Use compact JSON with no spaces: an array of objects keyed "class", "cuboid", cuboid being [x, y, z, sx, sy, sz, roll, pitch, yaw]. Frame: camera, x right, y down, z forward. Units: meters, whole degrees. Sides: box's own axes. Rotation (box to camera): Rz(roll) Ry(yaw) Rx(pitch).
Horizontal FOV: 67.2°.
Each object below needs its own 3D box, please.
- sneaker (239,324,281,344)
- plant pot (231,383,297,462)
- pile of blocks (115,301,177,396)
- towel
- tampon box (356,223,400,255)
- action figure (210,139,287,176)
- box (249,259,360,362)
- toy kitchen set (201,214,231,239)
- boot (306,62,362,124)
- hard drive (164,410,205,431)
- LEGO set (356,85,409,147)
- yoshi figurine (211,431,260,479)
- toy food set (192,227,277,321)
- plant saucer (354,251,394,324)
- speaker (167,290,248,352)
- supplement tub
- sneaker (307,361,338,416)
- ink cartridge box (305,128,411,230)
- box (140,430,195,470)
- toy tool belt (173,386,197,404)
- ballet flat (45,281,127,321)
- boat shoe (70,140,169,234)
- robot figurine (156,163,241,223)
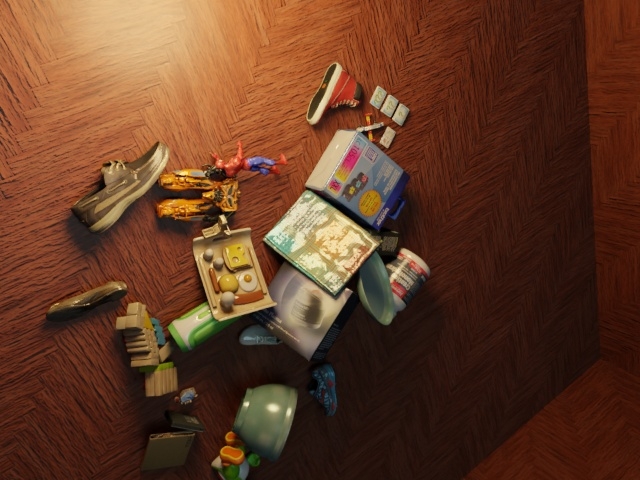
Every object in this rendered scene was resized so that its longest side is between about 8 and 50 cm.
[{"class":"sneaker","cuboid":[-0.212,0.381,1.903,0.212,0.094,0.080,-2,107,-30]},{"class":"plant pot","cuboid":[-0.230,0.694,1.900,0.196,0.293,0.293,20,94,-7]},{"class":"pile of blocks","cuboid":[-0.608,0.378,1.676,0.112,0.149,0.362,-9,104,17]},{"class":"towel","cuboid":[0.000,0.000,1.776,0.271,0.370,0.040,-48,156,-10]},{"class":"tampon box","cuboid":[0.232,-0.002,2.035,0.161,0.120,0.101,3,103,-32]},{"class":"action figure","cuboid":[-0.261,-0.288,1.665,0.280,0.139,0.091,-14,153,-49]},{"class":"box","cuboid":[-0.055,0.251,1.814,0.294,0.296,0.183,-58,158,-5]},{"class":"toy kitchen set","cuboid":[-0.358,-0.031,1.666,0.075,0.083,0.068,-20,70,-29]},{"class":"boot","cuboid":[0.063,-0.511,1.806,0.176,0.088,0.244,31,84,-35]},{"class":"hard drive","cuboid":[-0.511,0.680,1.813,0.135,0.094,0.022,28,84,-34]},{"class":"LEGO set","cuboid":[0.251,-0.469,1.946,0.182,0.060,0.244,28,90,-30]},{"class":"yoshi figurine","cuboid":[-0.309,0.975,1.970,0.203,0.203,0.362,-14,115,-34]},{"class":"toy food set","cuboid":[-0.301,0.114,1.699,0.220,0.092,0.306,-14,76,-27]},{"class":"plant saucer","cuboid":[0.205,0.177,1.879,0.044,0.317,0.317,-18,124,24]},{"class":"speaker","cuboid":[-0.393,0.276,1.744,0.296,0.131,0.131,-32,118,-19]},{"class":"supplement tub","cuboid":[0.332,0.185,2.110,0.272,0.191,0.191,-51,123,-8]},{"class":"sneaker","cuboid":[0.004,0.662,2.132,0.125,0.104,0.262,-7,105,-11]},{"class":"ink cartridge box","cuboid":[0.175,-0.223,1.922,0.395,0.151,0.270,32,87,-35]},{"class":"box","cuboid":[-0.574,0.788,1.808,0.164,0.021,0.201,6,124,-29]},{"class":"toy tool belt","cuboid":[-0.507,0.591,1.815,0.083,0.051,0.052,-24,115,-23]},{"class":"ballet flat","cuboid":[-0.751,0.190,1.552,0.250,0.058,0.084,-23,151,-17]},{"class":"boat shoe","cuboid":[-0.611,-0.180,1.474,0.355,0.132,0.130,-50,123,-10]},{"class":"robot figurine","cuboid":[-0.403,-0.153,1.633,0.291,0.085,0.211,-5,108,-30]}]
